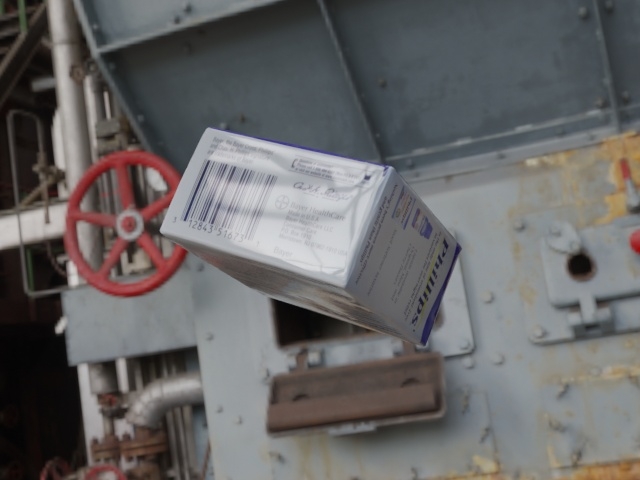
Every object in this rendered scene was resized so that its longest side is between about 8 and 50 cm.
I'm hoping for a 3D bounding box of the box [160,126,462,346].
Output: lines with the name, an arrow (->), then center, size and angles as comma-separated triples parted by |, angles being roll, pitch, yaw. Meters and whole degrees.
box -> 0.000, 0.000, 0.537 | 0.126, 0.072, 0.137 | 16, -12, 29
